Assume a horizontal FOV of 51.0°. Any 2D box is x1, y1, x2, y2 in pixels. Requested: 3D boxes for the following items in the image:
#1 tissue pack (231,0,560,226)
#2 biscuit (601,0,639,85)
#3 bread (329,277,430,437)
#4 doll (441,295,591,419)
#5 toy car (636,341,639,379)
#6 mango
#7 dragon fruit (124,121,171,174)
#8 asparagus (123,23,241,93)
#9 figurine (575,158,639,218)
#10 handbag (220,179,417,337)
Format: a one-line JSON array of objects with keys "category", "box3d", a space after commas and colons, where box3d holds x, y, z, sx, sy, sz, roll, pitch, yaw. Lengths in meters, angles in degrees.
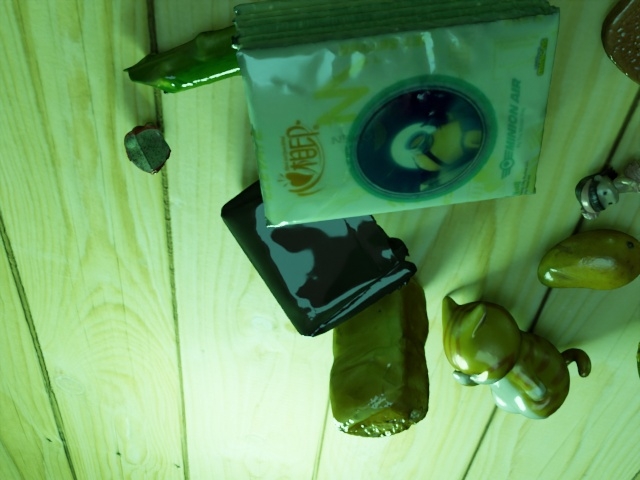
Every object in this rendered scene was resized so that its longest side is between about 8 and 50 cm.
[{"category": "tissue pack", "box3d": [0.096, -0.182, 0.896, 0.387, 0.162, 0.287, -8, 131, -1]}, {"category": "biscuit", "box3d": [0.471, -0.278, 0.853, 0.186, 0.036, 0.192, 27, 131, -13]}, {"category": "bread", "box3d": [0.102, 0.199, 1.192, 0.166, 0.294, 0.132, -27, 124, 32]}, {"category": "doll", "box3d": [0.341, 0.220, 1.240, 0.269, 0.162, 0.166, 31, 161, -20]}, {"category": "toy car", "box3d": [0.661, 0.243, 1.178, 0.247, 0.204, 0.198, 26, 154, -11]}, {"category": "mango", "box3d": [0.441, 0.033, 1.100, 0.164, 0.089, 0.115, -1, 139, 19]}, {"category": "dragon fruit", "box3d": [-0.297, -0.159, 1.144, 0.060, 0.056, 0.083, 0, 127, 44]}, {"category": "asparagus", "box3d": [-0.149, -0.273, 0.989, 0.343, 0.082, 0.085, -13, 129, 26]}, {"category": "figurine", "box3d": [0.453, -0.083, 1.022, 0.129, 0.054, 0.072, -26, 135, 23]}, {"category": "handbag", "box3d": [0.000, 0.000, 1.145, 0.257, 0.113, 0.285, -29, 98, 23]}]
